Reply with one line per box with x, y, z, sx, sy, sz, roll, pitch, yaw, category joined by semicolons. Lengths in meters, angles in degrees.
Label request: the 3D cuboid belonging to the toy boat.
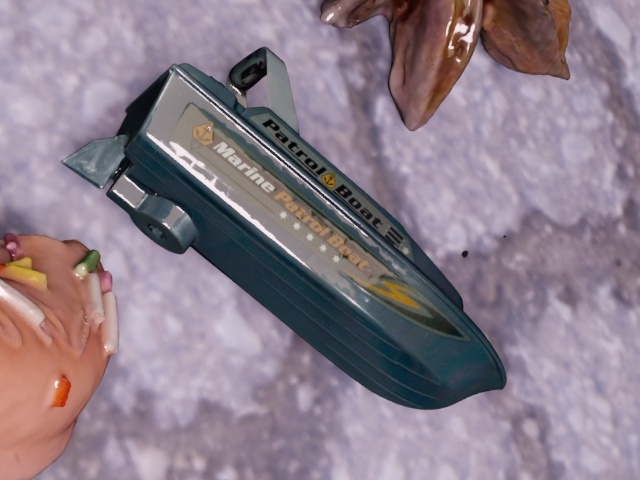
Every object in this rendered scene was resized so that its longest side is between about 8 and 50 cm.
0.000;0.000;0.734;0.246;0.093;0.103;39;70;-11;toy boat

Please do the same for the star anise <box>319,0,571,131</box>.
0.062;-0.183;0.824;0.236;0.093;0.229;33;69;-10;star anise

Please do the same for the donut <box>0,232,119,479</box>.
-0.180;0.002;0.592;0.233;0.199;0.085;40;106;-13;donut
